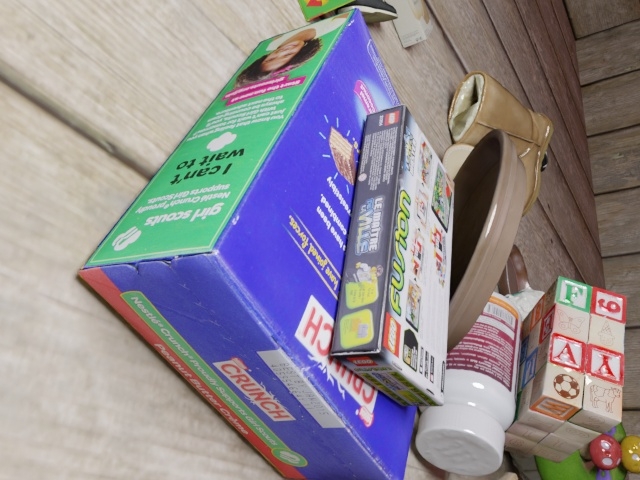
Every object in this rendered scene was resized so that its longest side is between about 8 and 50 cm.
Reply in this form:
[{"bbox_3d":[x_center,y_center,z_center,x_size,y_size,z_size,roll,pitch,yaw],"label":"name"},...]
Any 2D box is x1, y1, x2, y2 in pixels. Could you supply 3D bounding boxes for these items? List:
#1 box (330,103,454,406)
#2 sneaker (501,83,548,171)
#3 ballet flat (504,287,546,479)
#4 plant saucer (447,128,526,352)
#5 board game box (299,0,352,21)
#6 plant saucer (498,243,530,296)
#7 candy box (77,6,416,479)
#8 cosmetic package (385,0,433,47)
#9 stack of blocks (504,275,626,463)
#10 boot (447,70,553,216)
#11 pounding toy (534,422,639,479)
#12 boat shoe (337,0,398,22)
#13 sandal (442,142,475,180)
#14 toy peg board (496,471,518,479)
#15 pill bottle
[{"bbox_3d":[0.065,0.010,0.451,0.114,0.036,0.206,44,46,-44],"label":"box"},{"bbox_3d":[0.441,-0.250,1.314,0.262,0.099,0.121,46,40,-43],"label":"sneaker"},{"bbox_3d":[0.362,0.286,1.014,0.147,0.147,0.408,17,64,-55],"label":"ballet flat"},{"bbox_3d":[0.156,0.011,0.654,0.278,0.041,0.277,-159,-90,-89],"label":"plant saucer"},{"bbox_3d":[-0.005,-0.346,0.631,0.043,0.092,0.181,-52,124,-50],"label":"board game box"},{"bbox_3d":[0.395,0.090,1.192,0.168,0.029,0.168,26,59,-53],"label":"plant saucer"},{"bbox_3d":[0.000,0.000,0.503,0.268,0.122,0.317,58,36,-32],"label":"candy box"},{"bbox_3d":[0.133,-0.368,0.906,0.115,0.041,0.060,60,36,-27],"label":"cosmetic package"},{"bbox_3d":[0.302,0.205,0.801,0.297,0.087,0.171,97,13,-55],"label":"stack of blocks"},{"bbox_3d":[0.334,-0.172,1.122,0.270,0.089,0.236,8,96,-44],"label":"boot"},{"bbox_3d":[0.445,0.348,0.893,0.183,0.110,0.236,-23,88,-27],"label":"pounding toy"},{"bbox_3d":[0.065,-0.314,0.773,0.133,0.049,0.042,-17,103,-54],"label":"boat shoe"},{"bbox_3d":[0.264,-0.042,0.968,0.240,0.088,0.079,64,28,-31],"label":"sandal"},{"bbox_3d":[0.197,0.407,0.752,0.161,0.079,0.161,-16,94,-43],"label":"toy peg board"},{"bbox_3d":[0.193,0.177,0.754,0.121,0.121,0.221,59,37,-29],"label":"pill bottle"}]
